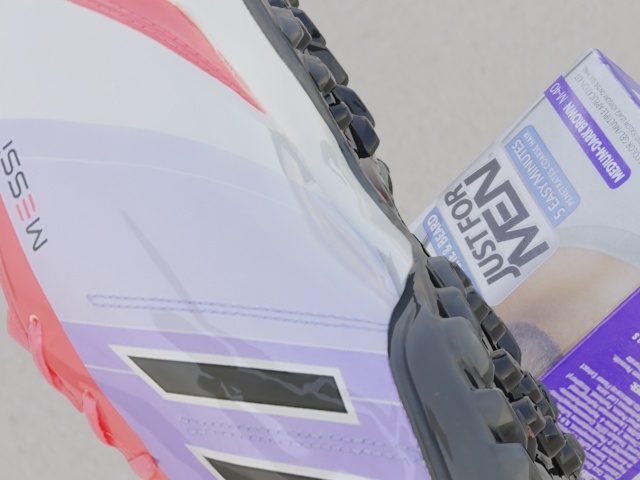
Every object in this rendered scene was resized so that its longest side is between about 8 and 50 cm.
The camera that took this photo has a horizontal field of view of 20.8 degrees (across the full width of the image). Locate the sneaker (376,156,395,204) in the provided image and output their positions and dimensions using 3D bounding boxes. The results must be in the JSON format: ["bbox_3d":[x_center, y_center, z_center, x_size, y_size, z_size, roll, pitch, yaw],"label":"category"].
[{"bbox_3d":[0.000,0.000,0.751,0.100,0.271,0.108,26,98,9],"label":"sneaker"}]

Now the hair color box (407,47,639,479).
[{"bbox_3d":[0.094,0.074,0.985,0.339,0.110,0.185,-47,33,16],"label":"hair color box"}]

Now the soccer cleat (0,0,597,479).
[{"bbox_3d":[-0.017,0.030,0.456,0.116,0.108,0.318,-34,59,7],"label":"soccer cleat"}]
